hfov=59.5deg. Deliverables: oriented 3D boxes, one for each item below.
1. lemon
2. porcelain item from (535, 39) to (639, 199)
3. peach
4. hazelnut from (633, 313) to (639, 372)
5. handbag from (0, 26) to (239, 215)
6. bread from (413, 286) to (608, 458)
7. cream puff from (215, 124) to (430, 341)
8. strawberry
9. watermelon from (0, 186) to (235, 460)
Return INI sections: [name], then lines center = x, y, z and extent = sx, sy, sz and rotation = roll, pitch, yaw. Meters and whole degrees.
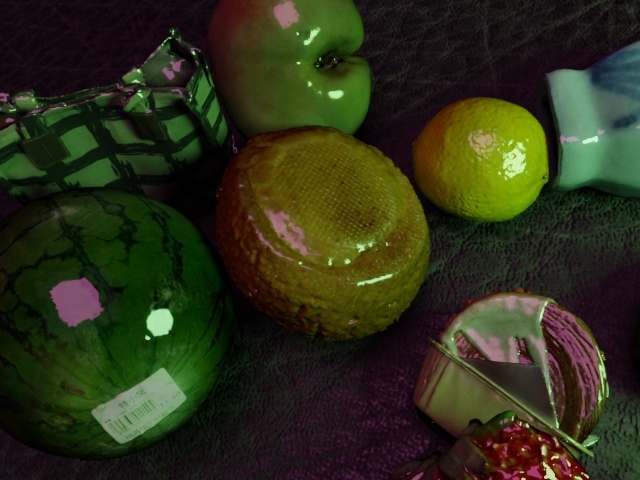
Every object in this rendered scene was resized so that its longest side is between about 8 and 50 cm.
[lemon]
center = 0.225, -0.116, 0.803
extent = 0.203, 0.178, 0.178
rotation = 22, 71, 28
[porcelain item]
center = 0.518, -0.173, 0.759
extent = 0.405, 0.178, 0.242
rotation = -5, 64, 10
[peach]
center = -0.053, -0.273, 0.882
extent = 0.292, 0.292, 0.247
rotation = 33, 59, 24
[hazelnut]
center = 0.469, 0.108, 0.664
extent = 0.170, 0.161, 0.201
rotation = 35, 114, 37
[handbag]
center = -0.294, -0.134, 0.823
extent = 0.325, 0.327, 0.162
rotation = -18, 75, -4
[bread]
center = 0.235, 0.170, 0.681
extent = 0.224, 0.142, 0.211
rotation = 34, 94, 26
[cream puff]
center = 0.000, 0.000, 0.767
extent = 0.303, 0.212, 0.303
rotation = 11, 52, -14
[strawberry]
center = 0.200, 0.343, 0.556
extent = 0.233, 0.138, 0.306
rotation = -42, 68, 27
[watermelon]
center = -0.283, 0.095, 0.732
extent = 0.363, 0.363, 0.363
rotation = -5, 64, 11
